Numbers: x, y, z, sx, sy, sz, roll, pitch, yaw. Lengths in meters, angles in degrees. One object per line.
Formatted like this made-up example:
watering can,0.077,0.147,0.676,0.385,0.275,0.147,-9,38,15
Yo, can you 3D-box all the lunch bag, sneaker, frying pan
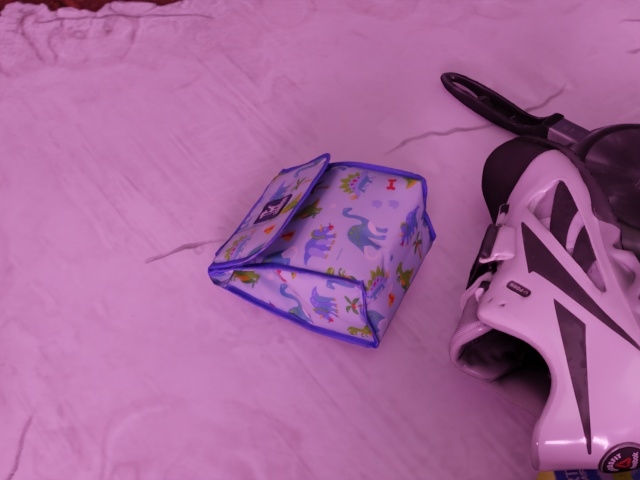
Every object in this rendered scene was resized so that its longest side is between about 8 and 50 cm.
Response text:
lunch bag,0.000,0.000,0.837,0.151,0.096,0.129,12,50,28
sneaker,0.156,0.034,0.776,0.146,0.122,0.331,-13,38,-4
frying pan,0.268,-0.084,0.951,0.197,0.053,0.326,-15,53,-16

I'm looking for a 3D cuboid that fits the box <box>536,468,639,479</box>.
box,0.228,0.195,0.699,0.178,0.042,0.109,-4,48,-7
